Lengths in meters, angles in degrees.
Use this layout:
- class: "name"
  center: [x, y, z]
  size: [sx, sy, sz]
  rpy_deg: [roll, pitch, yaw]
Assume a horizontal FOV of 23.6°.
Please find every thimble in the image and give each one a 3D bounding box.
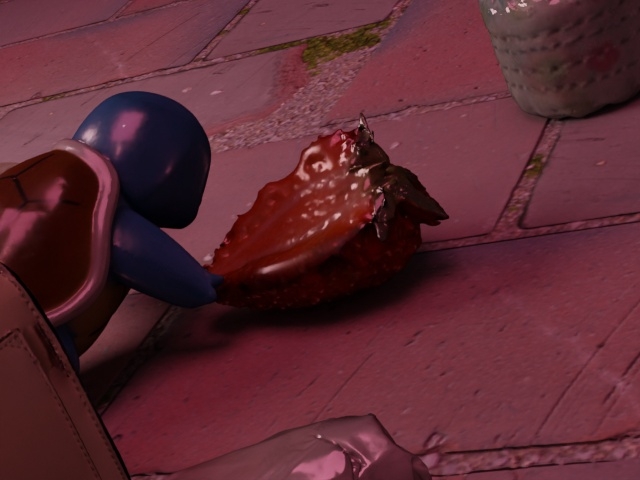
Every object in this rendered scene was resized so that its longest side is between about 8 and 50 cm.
- class: "thimble"
  center: [0.272, -0.235, 1.621]
  size: [0.185, 0.149, 0.211]
  rpy_deg: [-19, 24, 11]

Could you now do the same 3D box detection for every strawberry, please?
- class: "strawberry"
  center: [0.000, 0.012, 1.412]
  size: [0.228, 0.098, 0.174]
  rpy_deg: [-42, 39, 7]

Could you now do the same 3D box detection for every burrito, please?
- class: "burrito"
  center: [-0.135, 0.241, 1.021]
  size: [0.445, 0.101, 0.139]
  rpy_deg: [-28, 29, -13]

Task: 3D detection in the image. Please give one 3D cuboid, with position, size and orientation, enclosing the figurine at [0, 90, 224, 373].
- class: "figurine"
  center: [-0.270, 0.032, 1.438]
  size: [0.416, 0.243, 0.298]
  rpy_deg: [-30, 17, -27]

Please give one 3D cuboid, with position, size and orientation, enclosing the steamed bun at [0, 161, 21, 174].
- class: "steamed bun"
  center: [-0.367, -0.013, 1.722]
  size: [0.228, 0.131, 0.177]
  rpy_deg: [-38, 26, -29]

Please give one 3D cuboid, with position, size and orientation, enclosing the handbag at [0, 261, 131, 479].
- class: "handbag"
  center: [-0.329, 0.197, 1.088]
  size: [0.160, 0.237, 0.358]
  rpy_deg: [-1, 28, 39]
